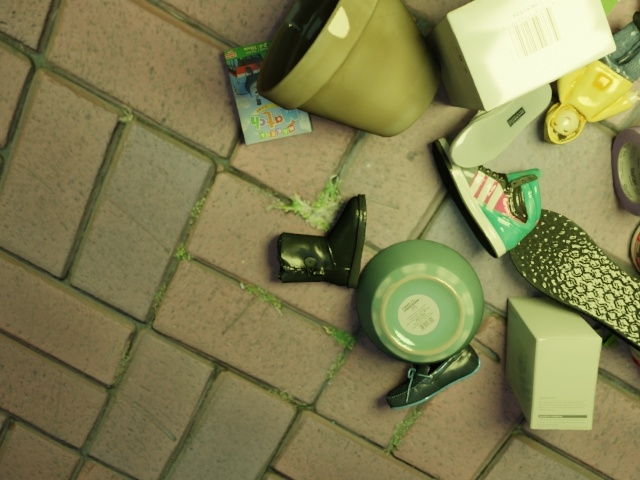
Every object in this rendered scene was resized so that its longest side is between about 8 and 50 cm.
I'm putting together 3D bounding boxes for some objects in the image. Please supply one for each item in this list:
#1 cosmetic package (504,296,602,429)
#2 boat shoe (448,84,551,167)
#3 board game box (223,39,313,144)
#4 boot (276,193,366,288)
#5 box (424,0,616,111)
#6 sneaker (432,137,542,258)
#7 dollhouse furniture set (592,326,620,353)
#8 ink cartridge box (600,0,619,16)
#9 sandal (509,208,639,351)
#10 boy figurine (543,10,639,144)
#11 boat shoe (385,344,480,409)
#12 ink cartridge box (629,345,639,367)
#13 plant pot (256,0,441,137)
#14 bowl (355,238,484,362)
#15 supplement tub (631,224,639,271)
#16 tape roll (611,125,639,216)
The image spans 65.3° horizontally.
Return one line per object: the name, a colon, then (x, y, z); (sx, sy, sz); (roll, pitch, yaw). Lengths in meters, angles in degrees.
cosmetic package: (0.525, 0.274, 1.157); (0.138, 0.224, 0.225); (-1, 106, 6)
boat shoe: (0.370, -0.247, 1.065); (0.258, 0.084, 0.095); (-35, 111, -6)
board game box: (-0.116, -0.339, 1.139); (0.160, 0.039, 0.212); (-10, 106, 8)
boot: (0.000, 0.000, 1.197); (0.207, 0.094, 0.247); (6, 113, 0)
box: (0.338, -0.366, 0.924); (0.215, 0.345, 0.168); (-24, 102, 12)
sneaker: (0.389, -0.129, 1.109); (0.178, 0.124, 0.296); (-30, 89, 2)
dollhouse furniture set: (0.675, 0.250, 1.222); (0.076, 0.058, 0.152); (32, 107, -4)
ink cartridge box: (0.572, -0.545, 0.996); (0.109, 0.062, 0.209); (32, 107, -4)
sandal: (0.602, 0.102, 1.122); (0.445, 0.107, 0.167); (42, 92, 18)
boy figurine: (0.560, -0.318, 1.020); (0.177, 0.092, 0.285); (38, 122, -5)
boat shoe: (0.275, 0.337, 1.279); (0.258, 0.109, 0.089); (-29, 95, -4)
ink cartridge box: (0.788, 0.250, 1.170); (0.078, 0.134, 0.231); (-23, 102, 11)
plant pot: (0.077, -0.358, 0.989); (0.280, 0.323, 0.323); (27, 109, -27)
bowl: (0.232, 0.156, 1.152); (0.311, 0.163, 0.312); (0, 93, 7)
supplement tub: (0.802, 0.042, 1.036); (0.191, 0.272, 0.191); (2, 106, 5)
tape roll: (0.687, -0.148, 1.035); (0.080, 0.189, 0.189); (-10, 105, 9)
